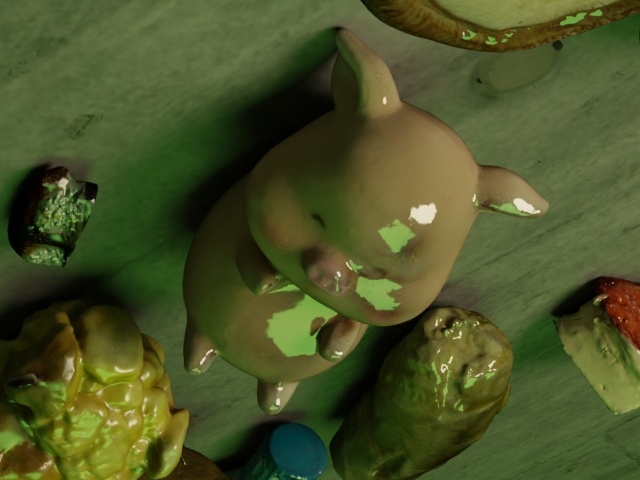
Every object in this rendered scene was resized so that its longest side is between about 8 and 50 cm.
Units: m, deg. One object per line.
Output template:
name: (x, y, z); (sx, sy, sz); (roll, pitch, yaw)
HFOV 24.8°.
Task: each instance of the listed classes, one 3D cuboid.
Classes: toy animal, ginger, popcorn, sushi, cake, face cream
toy animal: (0.009, 0.000, 0.979); (0.166, 0.154, 0.250); (28, 134, -24)
ginger: (0.097, 0.151, 1.321); (0.116, 0.109, 0.263); (-32, 162, -38)
popcorn: (-0.189, 0.126, 1.093); (0.163, 0.140, 0.194); (14, 128, -31)
sushi: (-0.180, -0.020, 0.965); (0.046, 0.044, 0.083); (18, 135, -16)
cake: (0.301, 0.075, 1.382); (0.086, 0.116, 0.220); (-39, 177, 35)
face cream: (-0.088, 0.290, 1.462); (0.163, 0.080, 0.336); (1, 144, -31)

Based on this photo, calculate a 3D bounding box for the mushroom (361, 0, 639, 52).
mushroom: (0.117, -0.196, 0.765); (0.231, 0.138, 0.194); (-19, 165, 21)

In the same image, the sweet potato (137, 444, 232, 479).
sweet potato: (-0.273, 0.251, 1.257); (0.423, 0.130, 0.130); (-9, 148, -10)
